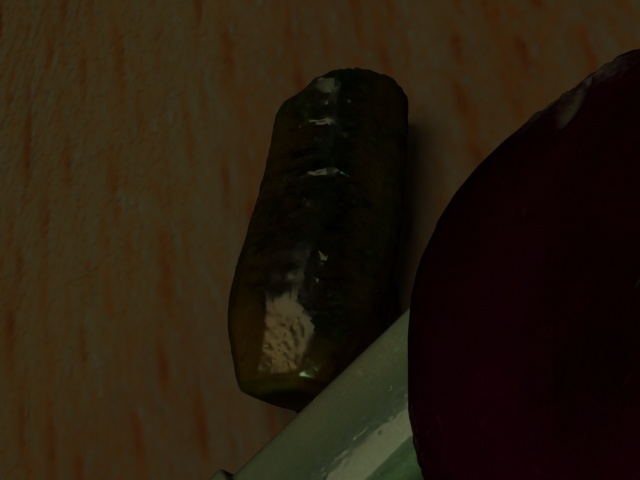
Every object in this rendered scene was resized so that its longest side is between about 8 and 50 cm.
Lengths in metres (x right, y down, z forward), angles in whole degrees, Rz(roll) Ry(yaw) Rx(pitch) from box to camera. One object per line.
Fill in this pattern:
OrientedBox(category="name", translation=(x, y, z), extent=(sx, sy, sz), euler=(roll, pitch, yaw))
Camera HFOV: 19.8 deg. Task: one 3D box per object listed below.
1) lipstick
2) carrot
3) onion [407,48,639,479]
OrientedBox(category="lipstick", translation=(-0.018, 0.140, 0.852), extent=(0.253, 0.079, 0.077), euler=(-45, 51, 1))
OrientedBox(category="carrot", translation=(0.000, 0.000, 0.915), extent=(0.082, 0.082, 0.173), euler=(-8, 61, 28))
OrientedBox(category="onion", translation=(0.191, 0.042, 0.672), extent=(0.337, 0.260, 0.282), euler=(17, 70, 36))
